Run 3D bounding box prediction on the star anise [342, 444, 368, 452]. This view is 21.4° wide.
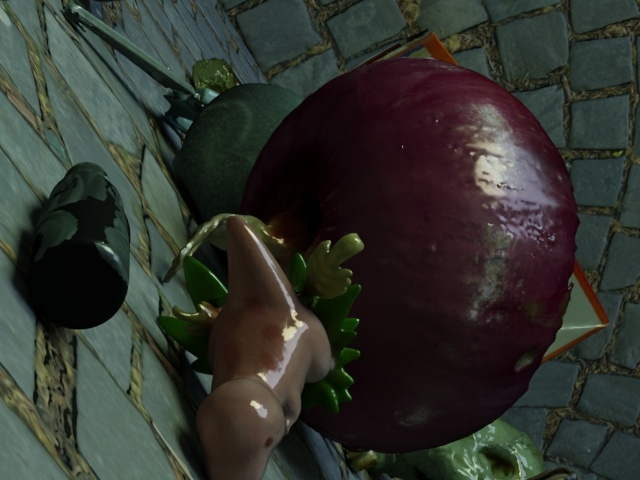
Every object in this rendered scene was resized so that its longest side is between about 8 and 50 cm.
[{"bbox_3d":[0.010,0.162,1.713,0.141,0.042,0.141,57,2,-4],"label":"star anise"}]

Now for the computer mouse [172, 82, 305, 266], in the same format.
[{"bbox_3d":[0.000,0.002,1.760,0.374,0.203,0.114,49,-10,-26],"label":"computer mouse"}]

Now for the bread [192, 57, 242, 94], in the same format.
[{"bbox_3d":[-0.132,-0.200,2.343,0.066,0.060,0.110,25,-20,38],"label":"bread"}]

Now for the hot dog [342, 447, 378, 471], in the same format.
[{"bbox_3d":[0.043,0.219,1.774,0.034,0.030,0.090,59,6,-19],"label":"hot dog"}]

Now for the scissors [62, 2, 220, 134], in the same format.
[{"bbox_3d":[-0.152,-0.159,1.776,0.191,0.029,0.360,13,-12,38],"label":"scissors"}]

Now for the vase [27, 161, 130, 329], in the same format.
[{"bbox_3d":[-0.149,-0.008,1.072,0.060,0.060,0.211,57,6,-20],"label":"vase"}]

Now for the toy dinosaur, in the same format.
[{"bbox_3d":[-0.059,0.078,1.208,0.177,0.152,0.194,29,72,-79],"label":"toy dinosaur"}]

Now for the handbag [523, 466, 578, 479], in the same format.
[{"bbox_3d":[0.181,0.315,1.589,0.190,0.193,0.251,58,0,11],"label":"handbag"}]

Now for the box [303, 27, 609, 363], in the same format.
[{"bbox_3d":[0.102,-0.003,2.002,0.349,0.318,0.257,56,7,-25],"label":"box"}]

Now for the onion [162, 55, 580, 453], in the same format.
[{"bbox_3d":[0.052,-0.005,1.518,0.345,0.358,0.358,41,13,-25],"label":"onion"}]

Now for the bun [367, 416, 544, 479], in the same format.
[{"bbox_3d":[0.156,0.256,1.834,0.212,0.126,0.204,38,48,3],"label":"bun"}]
